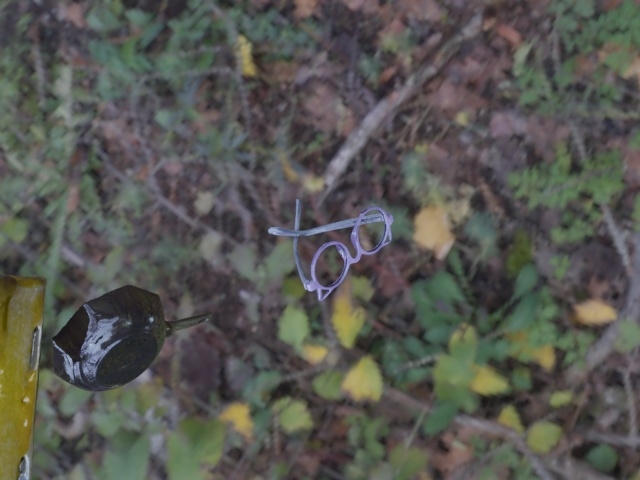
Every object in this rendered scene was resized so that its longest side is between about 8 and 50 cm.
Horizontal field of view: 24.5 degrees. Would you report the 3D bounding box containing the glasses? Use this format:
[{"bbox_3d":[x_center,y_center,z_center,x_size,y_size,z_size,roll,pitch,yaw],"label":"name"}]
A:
[{"bbox_3d":[0.000,0.000,1.639,0.104,0.140,0.062,16,137,42],"label":"glasses"}]

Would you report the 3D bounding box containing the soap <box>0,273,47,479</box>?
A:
[{"bbox_3d":[-0.391,0.154,1.379,0.259,0.281,0.143,10,170,-42],"label":"soap"}]

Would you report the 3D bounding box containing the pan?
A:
[{"bbox_3d":[-0.184,0.097,1.562,0.048,0.202,0.128,47,148,30],"label":"pan"}]
